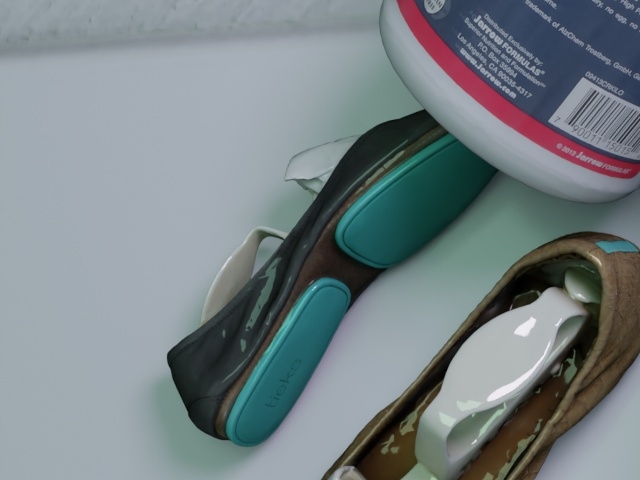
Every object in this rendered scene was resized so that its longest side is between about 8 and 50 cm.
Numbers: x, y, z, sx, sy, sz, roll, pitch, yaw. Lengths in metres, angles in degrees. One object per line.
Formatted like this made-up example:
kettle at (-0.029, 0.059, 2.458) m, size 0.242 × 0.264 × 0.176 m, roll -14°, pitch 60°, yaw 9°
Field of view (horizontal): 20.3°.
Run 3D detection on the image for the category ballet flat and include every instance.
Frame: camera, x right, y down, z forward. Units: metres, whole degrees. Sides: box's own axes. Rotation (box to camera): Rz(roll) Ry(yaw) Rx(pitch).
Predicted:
ballet flat at (0.071, 0.129, 1.049) m, size 0.116 × 0.124 × 0.342 m, roll 42°, pitch 93°, yaw 22°
ballet flat at (0.000, 0.000, 1.122) m, size 0.280 × 0.095 × 0.096 m, roll -49°, pitch 57°, yaw 2°

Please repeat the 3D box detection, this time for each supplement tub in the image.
supplement tub at (0.177, -0.173, 1.005) m, size 0.191 × 0.191 × 0.272 m, roll 48°, pitch 119°, yaw 21°
